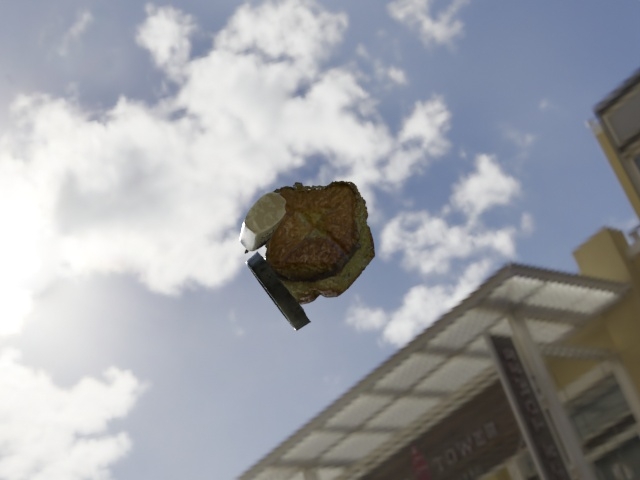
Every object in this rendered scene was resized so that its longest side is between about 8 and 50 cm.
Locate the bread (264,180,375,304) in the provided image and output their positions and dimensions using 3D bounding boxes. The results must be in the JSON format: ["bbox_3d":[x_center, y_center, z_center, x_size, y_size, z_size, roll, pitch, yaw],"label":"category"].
[{"bbox_3d":[0.000,0.000,1.317,0.127,0.140,0.069,-9,-29,13],"label":"bread"}]

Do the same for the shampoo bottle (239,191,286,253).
[{"bbox_3d":[-0.065,-0.014,1.195,0.049,0.034,0.141,-55,0,-15],"label":"shampoo bottle"}]

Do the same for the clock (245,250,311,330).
[{"bbox_3d":[-0.040,0.048,1.033,0.017,0.085,0.085,-37,-30,-6],"label":"clock"}]
